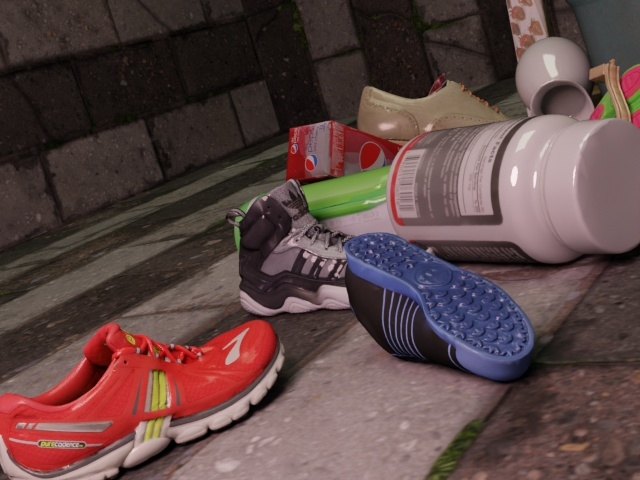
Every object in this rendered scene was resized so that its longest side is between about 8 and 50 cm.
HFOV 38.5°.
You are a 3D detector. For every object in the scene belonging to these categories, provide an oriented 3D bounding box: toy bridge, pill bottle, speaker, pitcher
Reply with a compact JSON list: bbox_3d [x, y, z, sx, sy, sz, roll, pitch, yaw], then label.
[{"bbox_3d":[0.359,-0.135,1.142,0.026,0.188,0.063,8,-7,-21],"label":"toy bridge"},{"bbox_3d":[0.218,-0.055,1.022,0.161,0.161,0.283,-24,14,-32],"label":"pill bottle"},{"bbox_3d":[0.035,-0.028,1.254,0.296,0.131,0.131,-12,12,25],"label":"speaker"},{"bbox_3d":[0.398,-0.230,1.486,0.125,0.178,0.207,-33,24,23],"label":"pitcher"}]

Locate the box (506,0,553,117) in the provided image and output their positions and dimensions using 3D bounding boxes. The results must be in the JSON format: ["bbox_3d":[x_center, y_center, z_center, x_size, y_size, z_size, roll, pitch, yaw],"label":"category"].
[{"bbox_3d":[0.390,-0.326,1.648,0.063,0.324,0.067,-8,13,24],"label":"box"}]

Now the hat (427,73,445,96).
[{"bbox_3d":[0.128,-0.175,1.667,0.173,0.184,0.208,-8,15,40],"label":"hat"}]

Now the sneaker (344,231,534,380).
[{"bbox_3d":[0.101,0.074,0.815,0.081,0.091,0.232,-21,33,-24],"label":"sneaker"}]

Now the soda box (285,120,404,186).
[{"bbox_3d":[0.072,-0.106,1.388,0.092,0.084,0.263,-5,-13,44],"label":"soda box"}]

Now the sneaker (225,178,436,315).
[{"bbox_3d":[0.000,0.000,1.094,0.268,0.153,0.101,-10,13,31],"label":"sneaker"}]

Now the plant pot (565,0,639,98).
[{"bbox_3d":[0.538,-0.315,1.363,0.341,0.334,0.341,-16,11,3],"label":"plant pot"}]

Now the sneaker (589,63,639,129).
[{"bbox_3d":[0.542,-0.151,1.091,0.482,0.185,0.202,-16,-25,42],"label":"sneaker"}]

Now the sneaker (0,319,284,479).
[{"bbox_3d":[-0.152,0.123,0.816,0.279,0.118,0.107,-24,14,-32],"label":"sneaker"}]

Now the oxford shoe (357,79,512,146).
[{"bbox_3d":[0.256,-0.199,1.546,0.396,0.147,0.140,-1,1,-8],"label":"oxford shoe"}]

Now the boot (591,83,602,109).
[{"bbox_3d":[0.577,-0.254,1.644,0.248,0.090,0.207,4,13,34],"label":"boot"}]
